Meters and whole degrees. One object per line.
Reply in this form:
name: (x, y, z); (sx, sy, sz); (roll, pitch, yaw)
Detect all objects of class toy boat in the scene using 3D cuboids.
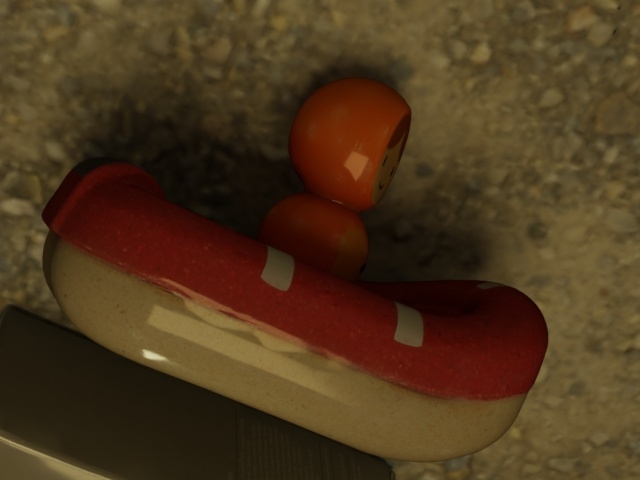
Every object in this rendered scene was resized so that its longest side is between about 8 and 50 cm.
toy boat: (0.000, 0.000, 0.584); (0.231, 0.151, 0.151); (24, 89, -18)

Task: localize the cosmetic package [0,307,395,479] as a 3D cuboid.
cosmetic package: (-0.087, 0.147, 0.679); (0.238, 0.107, 0.127); (28, 117, -17)
